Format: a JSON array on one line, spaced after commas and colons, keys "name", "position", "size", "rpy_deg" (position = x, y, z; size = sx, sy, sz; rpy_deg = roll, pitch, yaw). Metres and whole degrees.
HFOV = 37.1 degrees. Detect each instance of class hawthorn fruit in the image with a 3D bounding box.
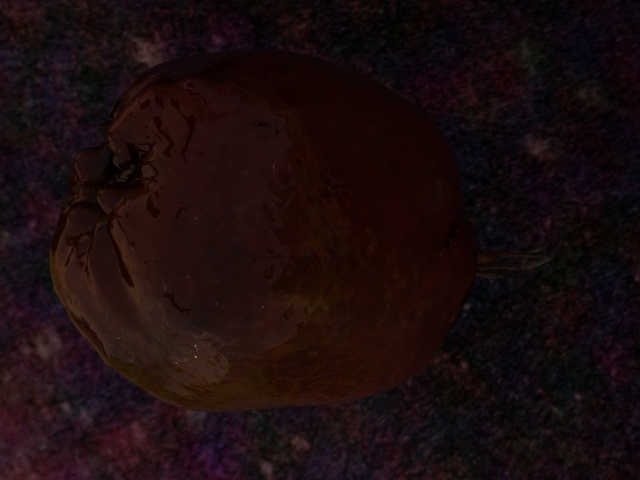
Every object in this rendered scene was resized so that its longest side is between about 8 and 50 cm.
[{"name": "hawthorn fruit", "position": [0.000, 0.000, 0.557], "size": [0.211, 0.299, 0.211], "rpy_deg": [-171, 90, -71]}]
